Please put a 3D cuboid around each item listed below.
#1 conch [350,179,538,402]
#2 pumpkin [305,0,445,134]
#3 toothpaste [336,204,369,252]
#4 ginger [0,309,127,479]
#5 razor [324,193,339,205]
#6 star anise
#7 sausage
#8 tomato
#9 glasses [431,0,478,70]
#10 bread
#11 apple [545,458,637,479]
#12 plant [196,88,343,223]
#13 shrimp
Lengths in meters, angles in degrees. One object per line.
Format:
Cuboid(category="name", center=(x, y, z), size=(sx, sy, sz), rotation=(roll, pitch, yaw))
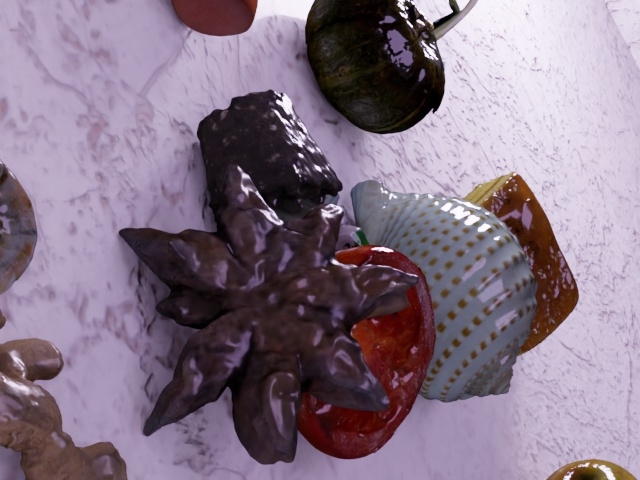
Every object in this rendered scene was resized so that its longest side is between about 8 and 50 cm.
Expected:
Cuboid(category="conch", center=(0.178, 0.056, 1.593), size=(0.303, 0.215, 0.319), rotation=(21, 54, -67))
Cuboid(category="pumpkin", center=(0.086, -0.261, 1.680), size=(0.238, 0.159, 0.238), rotation=(38, 39, -38))
Cuboid(category="toothpaste", center=(0.050, 0.078, 1.456), size=(0.047, 0.078, 0.248), rotation=(-58, 133, -82))
Cuboid(category="ginger", center=(-0.242, 0.128, 0.969), size=(0.259, 0.065, 0.149), rotation=(38, 39, -41))
Cuboid(category="razor", center=(-0.007, 0.001, 1.491), size=(0.211, 0.036, 0.084), rotation=(-74, 151, -56))
Cuboid(category="star anise", center=(-0.066, 0.069, 1.179), size=(0.315, 0.108, 0.315), rotation=(5, 68, -11))
Cuboid(category="sausage", center=(-0.117, -0.367, 1.455), size=(0.113, 0.114, 0.259), rotation=(42, 40, -40))
Cuboid(category="tomato", center=(0.020, 0.119, 1.342), size=(0.200, 0.140, 0.233), rotation=(50, 62, -41))
Cuboid(category="glasses", center=(0.178, -0.355, 1.920), size=(0.102, 0.207, 0.239), rotation=(32, 28, 7))
Cuboid(category="bread", center=(0.280, 0.040, 1.817), size=(0.184, 0.110, 0.234), rotation=(-39, 107, -35))
Cuboid(category="apple", center=(0.401, 0.413, 1.776), size=(0.182, 0.182, 0.155), rotation=(-53, 138, -57))
Cuboid(category="plant", center=(-0.054, -0.061, 1.341), size=(0.132, 0.129, 0.194), rotation=(-4, 72, -61))
Cuboid(category="shrimp", center=(-0.308, -0.036, 0.993), size=(0.195, 0.035, 0.148), rotation=(54, 34, -29))
